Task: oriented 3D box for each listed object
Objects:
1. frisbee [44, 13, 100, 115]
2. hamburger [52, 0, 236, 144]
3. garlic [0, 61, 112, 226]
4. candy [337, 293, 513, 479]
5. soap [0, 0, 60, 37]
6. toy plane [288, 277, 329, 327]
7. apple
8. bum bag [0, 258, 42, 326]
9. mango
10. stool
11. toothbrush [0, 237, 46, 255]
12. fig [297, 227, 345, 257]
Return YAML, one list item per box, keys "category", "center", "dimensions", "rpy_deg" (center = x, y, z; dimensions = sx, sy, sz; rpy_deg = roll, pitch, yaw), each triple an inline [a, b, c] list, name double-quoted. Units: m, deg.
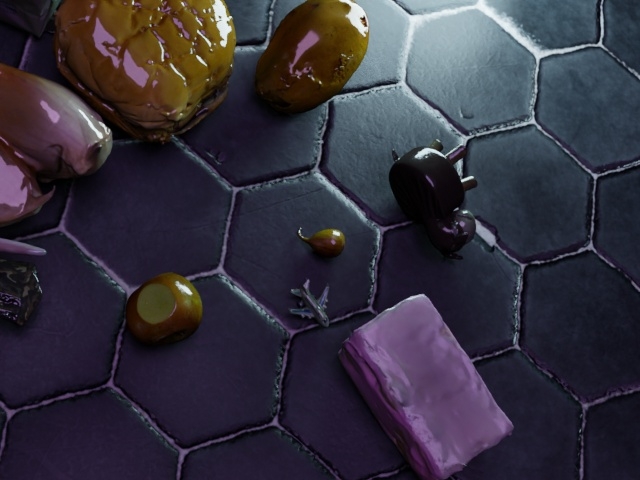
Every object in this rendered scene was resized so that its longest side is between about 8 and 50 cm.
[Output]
- category: "frisbee"
  center: [-0.379, -0.322, 1.753]
  dimensions: [0.187, 0.012, 0.211]
  rpy_deg: [35, 64, 1]
- category: "hamburger"
  center: [-0.268, -0.316, 1.691]
  dimensions: [0.318, 0.158, 0.319]
  rpy_deg: [11, 65, -26]
- category: "garlic"
  center: [-0.485, -0.161, 1.551]
  dimensions: [0.313, 0.249, 0.286]
  rpy_deg: [36, 45, -17]
- category: "candy"
  center: [0.157, 0.232, 1.628]
  dimensions: [0.155, 0.116, 0.265]
  rpy_deg: [-28, 80, -26]
- category: "soap"
  center: [-0.503, -0.456, 1.673]
  dimensions: [0.199, 0.182, 0.138]
  rpy_deg: [24, 61, -4]
- category: "toy plane"
  center: [-0.013, 0.104, 1.675]
  dimensions: [0.080, 0.033, 0.083]
  rpy_deg: [-32, 87, -25]
- category: "apple"
  center: [-0.234, 0.103, 1.577]
  dimensions: [0.114, 0.099, 0.102]
  rpy_deg: [-24, 69, 3]
- category: "bum bag"
  center: [-0.525, 0.053, 1.528]
  dimensions: [0.248, 0.069, 0.102]
  rpy_deg: [15, 66, -9]
- category: "mango"
  center: [-0.018, -0.323, 1.795]
  dimensions: [0.156, 0.151, 0.249]
  rpy_deg: [27, 66, 31]
- category: "stool"
  center: [0.201, -0.074, 1.760]
  dimensions: [0.121, 0.125, 0.217]
  rpy_deg: [-33, 90, -26]
- category: "toothbrush"
  center: [-0.548, -0.012, 1.533]
  dimensions: [0.307, 0.025, 0.029]
  rpy_deg: [10, 103, 2]
- category: "fig"
  center: [0.000, 0.000, 1.716]
  dimensions: [0.083, 0.050, 0.050]
  rpy_deg: [17, 64, 10]
